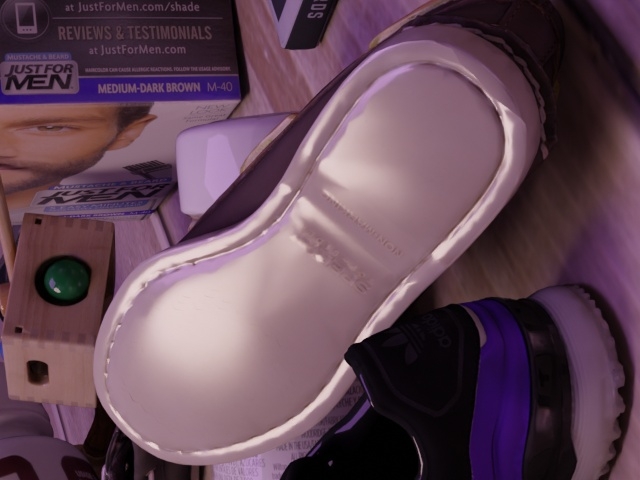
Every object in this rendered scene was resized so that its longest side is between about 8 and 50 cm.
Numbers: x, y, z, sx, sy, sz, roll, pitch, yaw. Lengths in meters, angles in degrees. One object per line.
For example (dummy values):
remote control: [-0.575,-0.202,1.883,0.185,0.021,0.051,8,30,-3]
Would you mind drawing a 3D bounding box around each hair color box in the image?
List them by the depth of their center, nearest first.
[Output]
hair color box: [-0.196,-0.101,1.304,0.339,0.185,0.110,137,127,-67]

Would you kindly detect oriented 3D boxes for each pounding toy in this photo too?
pounding toy: [-0.214,0.038,1.266,0.141,0.100,0.130,102,173,-59]

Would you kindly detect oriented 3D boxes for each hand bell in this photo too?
hand bell: [-0.220,0.196,1.625,0.242,0.126,0.126,-67,33,32]

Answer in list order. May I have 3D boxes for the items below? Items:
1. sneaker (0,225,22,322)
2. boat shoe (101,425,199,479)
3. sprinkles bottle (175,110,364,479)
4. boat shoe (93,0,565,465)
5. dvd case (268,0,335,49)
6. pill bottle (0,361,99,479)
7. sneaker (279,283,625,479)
sneaker: [-0.321,0.071,1.850,0.227,0.087,0.130,120,146,-51]
boat shoe: [-0.150,0.166,1.386,0.335,0.095,0.112,106,151,-46]
sprinkles bottle: [-0.007,0.107,0.928,0.121,0.121,0.355,177,87,-70]
boat shoe: [0.000,0.000,0.791,0.116,0.097,0.324,42,130,-2]
dvd case: [-0.021,-0.264,1.003,0.179,0.029,0.239,115,144,-56]
pill bottle: [-0.275,0.320,1.479,0.392,0.224,0.224,59,151,25]
sneaker: [0.040,0.153,0.775,0.102,0.146,0.293,-126,36,-54]
